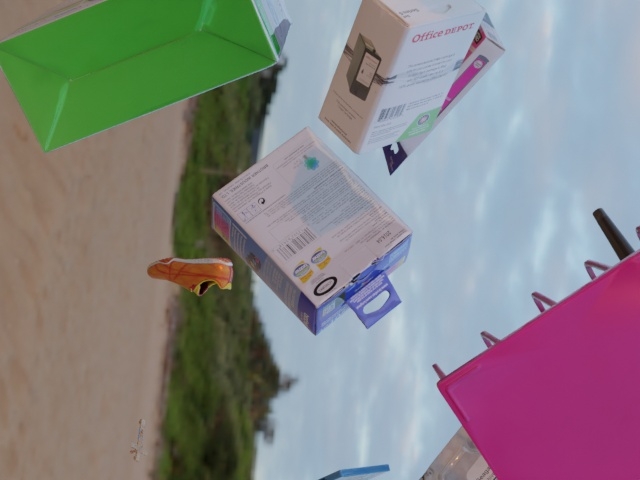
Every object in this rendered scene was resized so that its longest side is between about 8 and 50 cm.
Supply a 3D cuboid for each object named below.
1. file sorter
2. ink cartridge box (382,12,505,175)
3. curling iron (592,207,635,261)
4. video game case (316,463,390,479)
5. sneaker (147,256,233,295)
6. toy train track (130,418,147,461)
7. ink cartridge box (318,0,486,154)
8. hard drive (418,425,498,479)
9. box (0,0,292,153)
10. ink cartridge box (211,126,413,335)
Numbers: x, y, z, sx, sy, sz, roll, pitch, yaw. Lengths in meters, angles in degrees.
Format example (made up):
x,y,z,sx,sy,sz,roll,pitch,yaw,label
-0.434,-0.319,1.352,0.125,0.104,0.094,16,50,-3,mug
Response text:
x,y,z,sx,sy,sz,roll,pitch,yaw,label
0.286,0.140,1.265,0.202,0.291,0.182,57,0,-3,file sorter
0.236,-0.322,2.599,0.371,0.069,0.175,-50,-154,25,ink cartridge box
0.485,0.060,1.763,0.274,0.068,0.035,52,-8,22,curling iron
0.029,0.435,2.187,0.166,0.119,0.015,-33,-116,43,video game case
-0.234,0.063,2.143,0.064,0.175,0.067,10,81,-59,sneaker
-0.337,0.370,2.251,0.048,0.014,0.083,44,39,-43,toy train track
0.138,-0.302,2.090,0.115,0.198,0.273,46,-45,26,ink cartridge box
0.360,0.407,1.987,0.237,0.339,0.064,-48,147,-14,hard drive
-0.178,-0.221,1.289,0.231,0.262,0.126,-85,154,-71,box
0.000,0.000,2.491,0.395,0.270,0.151,45,-20,19,ink cartridge box
